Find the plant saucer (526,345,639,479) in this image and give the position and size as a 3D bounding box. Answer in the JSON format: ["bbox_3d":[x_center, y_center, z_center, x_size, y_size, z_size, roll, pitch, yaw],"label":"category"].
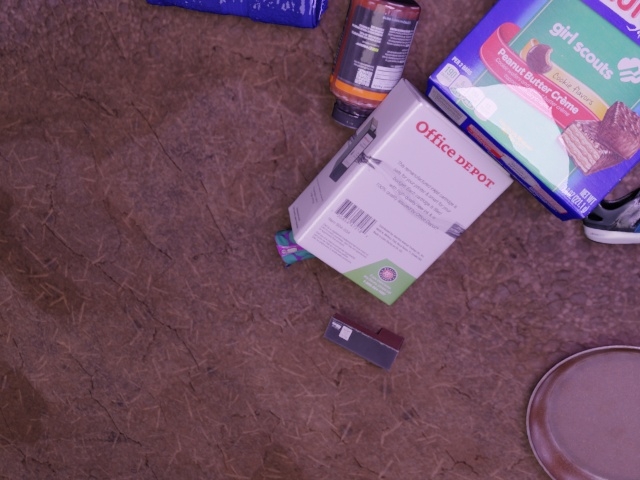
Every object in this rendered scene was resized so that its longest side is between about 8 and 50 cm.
[{"bbox_3d":[0.494,0.300,1.263,0.310,0.050,0.311,7,112,18],"label":"plant saucer"}]

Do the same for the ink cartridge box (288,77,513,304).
[{"bbox_3d":[0.115,-0.069,1.165,0.198,0.115,0.273,35,109,-23],"label":"ink cartridge box"}]

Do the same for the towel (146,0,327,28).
[{"bbox_3d":[-0.126,-0.458,1.196,0.308,0.076,0.228,13,107,17],"label":"towel"}]

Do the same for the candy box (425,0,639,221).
[{"bbox_3d":[0.339,-0.228,1.009,0.268,0.122,0.317,43,92,2],"label":"candy box"}]

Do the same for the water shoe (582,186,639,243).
[{"bbox_3d":[0.481,-0.040,1.120,0.203,0.073,0.080,-4,106,22],"label":"water shoe"}]

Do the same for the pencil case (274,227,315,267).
[{"bbox_3d":[0.000,0.000,1.323,0.151,0.070,0.065,-13,105,24],"label":"pencil case"}]

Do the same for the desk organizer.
[{"bbox_3d":[0.077,0.171,1.371,0.130,0.050,0.047,26,117,10],"label":"desk organizer"}]

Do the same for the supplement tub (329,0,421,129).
[{"bbox_3d":[0.074,-0.269,1.169,0.106,0.106,0.198,23,117,12],"label":"supplement tub"}]
